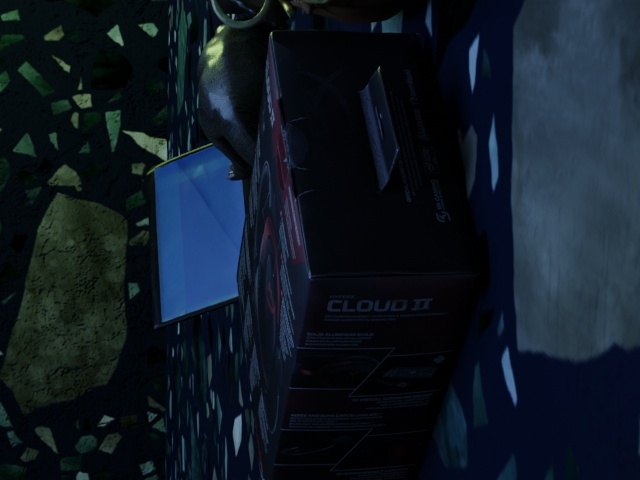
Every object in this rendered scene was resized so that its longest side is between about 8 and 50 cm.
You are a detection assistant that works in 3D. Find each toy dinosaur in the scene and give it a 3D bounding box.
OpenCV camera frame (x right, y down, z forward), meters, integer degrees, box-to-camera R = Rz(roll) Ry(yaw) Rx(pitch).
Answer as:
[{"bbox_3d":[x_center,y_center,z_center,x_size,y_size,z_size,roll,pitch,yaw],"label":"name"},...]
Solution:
[{"bbox_3d":[-0.073,-0.133,1.355,0.313,0.121,0.160,-80,-23,-45],"label":"toy dinosaur"}]

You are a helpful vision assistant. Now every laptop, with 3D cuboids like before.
[{"bbox_3d":[-0.124,-0.060,1.705,0.264,0.136,0.234,106,160,-58],"label":"laptop"}]

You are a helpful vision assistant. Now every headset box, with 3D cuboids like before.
[{"bbox_3d":[0.016,0.014,1.004,0.293,0.110,0.218,101,164,-48],"label":"headset box"}]

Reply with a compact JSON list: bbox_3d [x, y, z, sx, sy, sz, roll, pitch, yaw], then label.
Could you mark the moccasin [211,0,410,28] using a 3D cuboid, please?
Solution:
[{"bbox_3d":[0.006,-0.204,0.942,0.380,0.147,0.139,-137,48,-76],"label":"moccasin"}]
